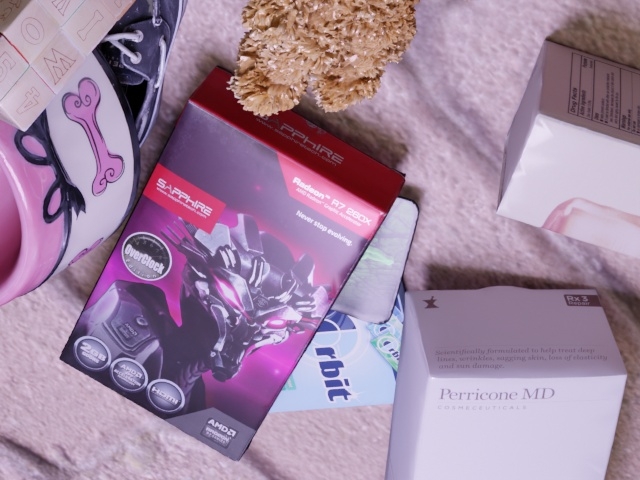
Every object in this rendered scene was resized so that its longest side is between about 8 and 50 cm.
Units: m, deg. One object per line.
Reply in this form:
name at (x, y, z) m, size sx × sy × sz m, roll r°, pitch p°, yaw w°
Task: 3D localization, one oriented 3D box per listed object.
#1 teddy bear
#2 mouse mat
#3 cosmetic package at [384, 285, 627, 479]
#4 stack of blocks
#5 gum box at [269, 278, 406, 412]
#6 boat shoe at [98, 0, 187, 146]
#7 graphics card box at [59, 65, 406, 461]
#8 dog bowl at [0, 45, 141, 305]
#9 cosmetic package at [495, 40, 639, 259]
teddy bear at (0.039, -0.223, 1.645) m, size 0.245 × 0.113 × 0.338 m, roll 12°, pitch 136°, yaw -40°
mouse mat at (0.000, 0.000, 1.899) m, size 0.190 × 0.007 × 0.152 m, roll 17°, pitch 116°, yaw 8°
cosmetic package at (0.187, 0.241, 1.953) m, size 0.217 × 0.156 × 0.385 m, roll -2°, pitch 128°, yaw -6°
stack of blocks at (-0.237, -0.256, 1.581) m, size 0.171 × 0.297 × 0.087 m, roll 27°, pitch 164°, yaw 40°
gum box at (0.014, 0.115, 1.988) m, size 0.184 × 0.041 × 0.157 m, roll -5°, pitch 124°, yaw 14°
boat shoe at (-0.199, -0.194, 1.766) m, size 0.108 × 0.102 × 0.301 m, roll 16°, pitch 127°, yaw 0°
graphics card box at (-0.098, 0.032, 1.882) m, size 0.233 × 0.094 × 0.371 m, roll 30°, pitch 122°, yaw -1°
dog bowl at (-0.390, -0.101, 1.778) m, size 0.408 × 0.150 × 0.408 m, roll 17°, pitch 135°, yaw 18°
cosmetic package at (0.330, -0.065, 1.728) m, size 0.296 × 0.153 × 0.129 m, roll 19°, pitch 126°, yaw -1°
